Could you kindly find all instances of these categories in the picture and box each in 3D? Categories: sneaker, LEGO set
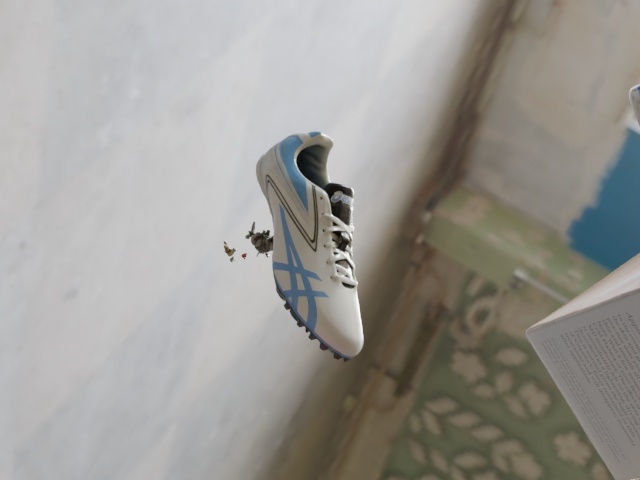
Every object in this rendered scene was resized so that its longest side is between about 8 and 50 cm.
[{"bbox_3d":[0.000,0.000,1.401,0.086,0.237,0.085,-31,150,27],"label":"sneaker"},{"bbox_3d":[-0.081,0.007,1.865,0.083,0.054,0.023,-34,-151,14],"label":"LEGO set"}]

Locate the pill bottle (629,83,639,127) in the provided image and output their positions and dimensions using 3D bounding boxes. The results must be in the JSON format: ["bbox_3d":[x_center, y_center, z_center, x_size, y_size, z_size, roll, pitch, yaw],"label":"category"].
[{"bbox_3d":[0.331,-0.116,1.213,0.137,0.078,0.078,-22,175,17],"label":"pill bottle"}]

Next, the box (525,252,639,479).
[{"bbox_3d":[0.363,0.064,1.223,0.215,0.168,0.345,-31,179,-24],"label":"box"}]
